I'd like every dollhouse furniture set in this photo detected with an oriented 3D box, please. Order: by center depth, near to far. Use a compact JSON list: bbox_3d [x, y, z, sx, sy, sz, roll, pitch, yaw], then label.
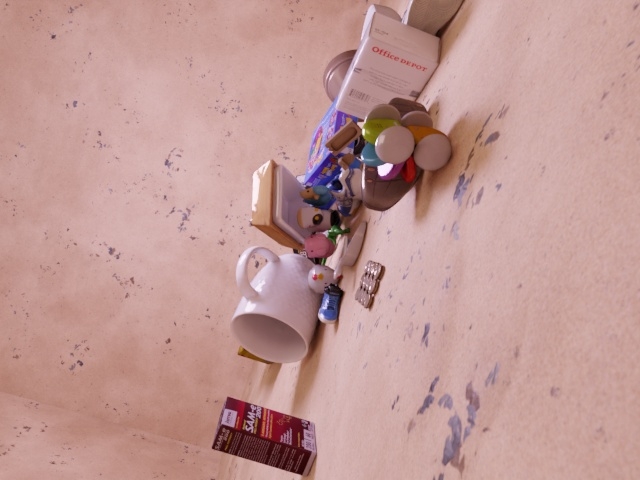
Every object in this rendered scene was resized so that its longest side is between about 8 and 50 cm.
[{"bbox_3d":[0.112,-0.264,1.412,0.144,0.151,0.123,-38,22,22],"label":"dollhouse furniture set"}]

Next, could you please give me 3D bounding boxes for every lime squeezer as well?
[{"bbox_3d":[0.051,0.014,1.787,0.310,0.059,0.110,-60,43,48],"label":"lime squeezer"}]

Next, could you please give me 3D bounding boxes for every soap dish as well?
[{"bbox_3d":[-0.132,-0.108,1.608,0.291,0.118,0.229,43,-136,-64],"label":"soap dish"}]

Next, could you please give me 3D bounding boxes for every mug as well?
[{"bbox_3d":[-0.155,0.183,1.642,0.276,0.374,0.328,-18,33,33],"label":"mug"}]

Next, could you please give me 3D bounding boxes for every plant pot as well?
[{"bbox_3d":[0.157,-0.618,1.965,0.263,0.263,0.229,117,150,-46],"label":"plant pot"}]

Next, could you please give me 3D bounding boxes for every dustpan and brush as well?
[{"bbox_3d":[0.078,0.045,1.407,0.211,0.060,0.147,-78,11,-46],"label":"dustpan and brush"}]

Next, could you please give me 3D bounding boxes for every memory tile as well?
[{"bbox_3d":[0.119,0.105,1.157,0.148,0.012,0.113,-157,86,-83],"label":"memory tile"}]

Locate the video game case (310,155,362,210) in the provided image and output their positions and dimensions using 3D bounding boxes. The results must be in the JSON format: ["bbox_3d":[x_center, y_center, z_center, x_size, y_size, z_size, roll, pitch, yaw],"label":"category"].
[{"bbox_3d":[0.057,-0.209,1.831,0.269,0.061,0.244,-50,6,8],"label":"video game case"}]

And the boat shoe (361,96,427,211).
[{"bbox_3d":[0.178,-0.193,1.138,0.130,0.132,0.355,103,-171,-55],"label":"boat shoe"}]

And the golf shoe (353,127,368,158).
[{"bbox_3d":[0.168,-0.403,1.776,0.077,0.094,0.198,133,157,-74],"label":"golf shoe"}]

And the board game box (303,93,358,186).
[{"bbox_3d":[0.037,-0.356,1.737,0.347,0.078,0.233,145,136,-69],"label":"board game box"}]

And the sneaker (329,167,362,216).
[{"bbox_3d":[0.090,-0.176,1.620,0.296,0.131,0.112,124,162,-67],"label":"sneaker"}]

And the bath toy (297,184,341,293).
[{"bbox_3d":[0.000,0.000,1.570,0.129,0.151,0.348,-18,75,53],"label":"bath toy"}]

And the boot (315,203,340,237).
[{"bbox_3d":[0.046,-0.097,1.965,0.123,0.095,0.258,-46,28,49],"label":"boot"}]

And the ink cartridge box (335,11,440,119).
[{"bbox_3d":[0.190,-0.478,1.365,0.283,0.207,0.117,123,163,-58],"label":"ink cartridge box"}]

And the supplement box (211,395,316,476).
[{"bbox_3d":[-0.135,0.479,1.162,0.130,0.239,0.073,-108,38,-77],"label":"supplement box"}]

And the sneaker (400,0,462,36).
[{"bbox_3d":[0.295,-0.645,1.317,0.350,0.131,0.148,121,161,-59],"label":"sneaker"}]

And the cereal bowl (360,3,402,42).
[{"bbox_3d":[0.219,-0.618,1.616,0.339,0.141,0.339,-177,90,-84],"label":"cereal bowl"}]

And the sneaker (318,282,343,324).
[{"bbox_3d":[0.032,0.182,1.410,0.152,0.058,0.085,-72,-4,-69],"label":"sneaker"}]

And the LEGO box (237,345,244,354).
[{"bbox_3d":[-0.265,0.420,2.421,0.500,0.193,0.372,129,159,-68],"label":"LEGO box"}]

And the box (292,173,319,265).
[{"bbox_3d":[-0.062,-0.076,2.109,0.395,0.097,0.318,-83,-17,-57],"label":"box"}]

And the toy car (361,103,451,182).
[{"bbox_3d":[0.162,-0.184,0.955,0.159,0.182,0.136,-104,26,-49],"label":"toy car"}]
